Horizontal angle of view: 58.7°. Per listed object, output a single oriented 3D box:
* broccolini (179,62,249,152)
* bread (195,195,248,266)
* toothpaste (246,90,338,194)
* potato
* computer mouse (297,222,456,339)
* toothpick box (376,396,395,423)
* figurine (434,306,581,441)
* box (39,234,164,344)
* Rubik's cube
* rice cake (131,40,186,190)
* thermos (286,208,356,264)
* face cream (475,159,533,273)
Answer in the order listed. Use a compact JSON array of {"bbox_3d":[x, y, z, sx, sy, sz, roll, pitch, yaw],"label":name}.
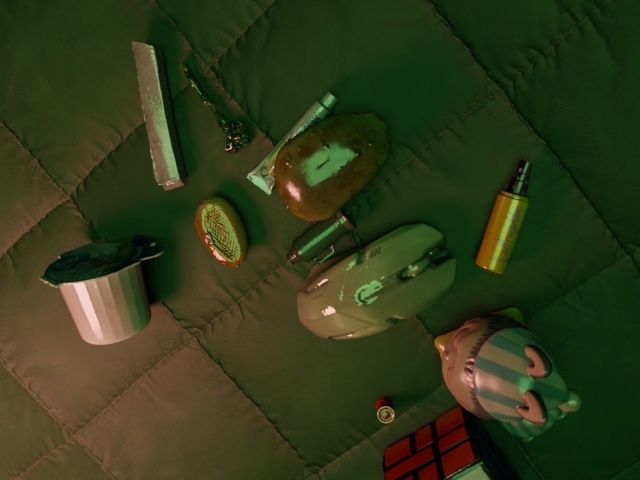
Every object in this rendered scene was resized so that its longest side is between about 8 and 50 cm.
[{"bbox_3d":[-0.265,-0.328,1.402,0.071,0.057,0.254,-43,101,-31],"label":"broccolini"},{"bbox_3d":[-0.250,-0.022,1.454,0.114,0.077,0.189,-25,98,-10],"label":"bread"},{"bbox_3d":[-0.064,-0.244,1.406,0.074,0.048,0.297,40,106,-10],"label":"toothpaste"},{"bbox_3d":[0.027,-0.183,1.342,0.307,0.173,0.210,-35,102,7],"label":"potato"},{"bbox_3d":[0.130,0.120,1.413,0.428,0.145,0.228,-28,96,10],"label":"computer mouse"},{"bbox_3d":[0.171,0.447,1.507,0.047,0.083,0.047,0,92,3],"label":"toothpick box"},{"bbox_3d":[0.450,0.365,1.316,0.266,0.378,0.361,-40,94,12],"label":"figurine"},{"bbox_3d":[-0.518,0.128,1.450,0.291,0.262,0.207,-9,114,-2],"label":"box"},{"bbox_3d":[0.341,0.640,1.431,0.293,0.283,0.288,-32,98,14],"label":"Rubik's cube"},{"bbox_3d":[-0.401,-0.307,1.416,0.072,0.056,0.365,-6,101,12],"label":"rice cake"},{"bbox_3d":[-0.003,-0.004,1.438,0.187,0.073,0.083,-37,129,13],"label":"thermos"},{"bbox_3d":[0.454,-0.059,1.376,0.078,0.078,0.274,16,103,2],"label":"face cream"}]
